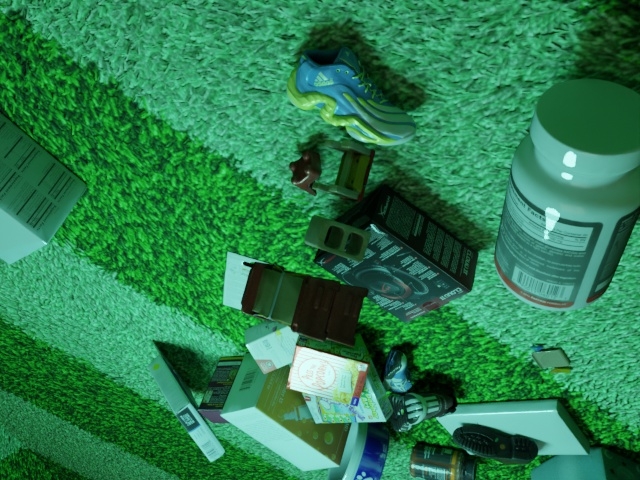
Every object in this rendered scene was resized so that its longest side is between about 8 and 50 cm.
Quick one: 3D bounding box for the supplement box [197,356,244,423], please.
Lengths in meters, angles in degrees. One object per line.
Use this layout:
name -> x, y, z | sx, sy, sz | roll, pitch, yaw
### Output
supplement box -> -0.278, 0.452, 2.127 | 0.104, 0.188, 0.081 | -9, 134, 34

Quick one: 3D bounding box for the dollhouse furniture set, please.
dollhouse furniture set -> 0.000, 0.000, 1.370 | 0.152, 0.374, 0.201 | 18, 178, -38

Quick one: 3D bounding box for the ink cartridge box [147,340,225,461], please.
ink cartridge box -> -0.440, 0.509, 2.229 | 0.307, 0.072, 0.303 | 42, 161, 43

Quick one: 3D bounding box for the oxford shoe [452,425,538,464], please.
oxford shoe -> 0.473, 0.575, 1.935 | 0.227, 0.083, 0.096 | 14, 147, 11

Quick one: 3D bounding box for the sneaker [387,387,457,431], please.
sneaker -> 0.292, 0.467, 1.955 | 0.162, 0.106, 0.281 | -7, 168, -13

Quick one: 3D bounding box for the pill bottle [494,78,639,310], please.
pill bottle -> 0.409, -0.065, 1.147 | 0.210, 0.210, 0.363 | 11, 141, 13

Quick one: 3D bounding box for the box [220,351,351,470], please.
box -> -0.086, 0.496, 2.068 | 0.345, 0.215, 0.168 | 41, 138, -25

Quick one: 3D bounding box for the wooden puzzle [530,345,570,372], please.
wooden puzzle -> 0.547, 0.280, 1.670 | 0.078, 0.014, 0.116 | -11, 133, 29

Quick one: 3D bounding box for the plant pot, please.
plant pot -> 0.760, 0.710, 1.924 | 0.248, 0.247, 0.252 | 26, 126, -6

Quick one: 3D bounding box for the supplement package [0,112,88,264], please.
supplement package -> -0.737, -0.117, 1.637 | 0.199, 0.198, 0.263 | -20, 127, 40

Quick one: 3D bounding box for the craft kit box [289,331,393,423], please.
craft kit box -> 0.046, 0.380, 1.916 | 0.247, 0.061, 0.250 | -15, 105, 35

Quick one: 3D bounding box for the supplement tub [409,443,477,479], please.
supplement tub -> 0.383, 0.702, 2.189 | 0.198, 0.106, 0.106 | 4, 140, 22

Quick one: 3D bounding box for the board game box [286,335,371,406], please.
board game box -> 0.020, 0.337, 1.806 | 0.193, 0.045, 0.147 | 13, 118, 4

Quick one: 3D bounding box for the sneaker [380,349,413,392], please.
sneaker -> 0.210, 0.350, 1.873 | 0.081, 0.080, 0.211 | 12, 152, 2

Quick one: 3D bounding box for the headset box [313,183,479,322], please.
headset box -> 0.169, 0.045, 1.477 | 0.293, 0.110, 0.218 | 34, 141, -16

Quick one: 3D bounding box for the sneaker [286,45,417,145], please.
sneaker -> 0.058, -0.248, 1.186 | 0.240, 0.091, 0.126 | 20, 142, 3

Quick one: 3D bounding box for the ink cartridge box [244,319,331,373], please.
ink cartridge box -> -0.085, 0.253, 1.838 | 0.198, 0.067, 0.115 | -24, 120, 4

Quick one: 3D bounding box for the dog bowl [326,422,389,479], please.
dog bowl -> 0.113, 0.671, 2.150 | 0.104, 0.265, 0.265 | 21, 143, -5

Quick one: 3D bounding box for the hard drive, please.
hard drive -> 0.529, 0.523, 1.949 | 0.353, 0.047, 0.233 | -13, 131, 38

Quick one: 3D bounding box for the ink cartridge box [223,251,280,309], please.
ink cartridge box -> -0.172, 0.107, 1.791 | 0.145, 0.045, 0.179 | 16, 124, 8
